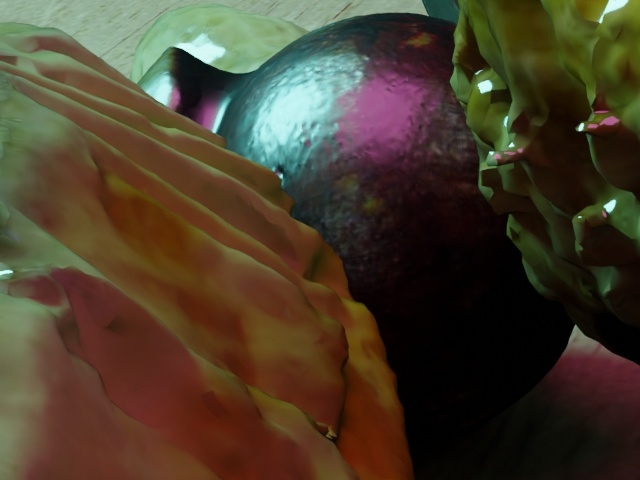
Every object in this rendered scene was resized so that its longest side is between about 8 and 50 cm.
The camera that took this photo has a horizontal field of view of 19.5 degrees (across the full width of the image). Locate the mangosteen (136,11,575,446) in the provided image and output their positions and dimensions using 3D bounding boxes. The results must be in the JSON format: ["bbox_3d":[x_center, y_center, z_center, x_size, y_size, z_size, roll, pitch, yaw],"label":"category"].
[{"bbox_3d":[0.010,-0.006,0.690,0.184,0.172,0.172,15,26,0],"label":"mangosteen"}]

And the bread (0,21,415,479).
[{"bbox_3d":[-0.093,0.095,0.476,0.236,0.183,0.389,-24,33,22],"label":"bread"}]

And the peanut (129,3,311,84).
[{"bbox_3d":[-0.018,-0.068,0.951,0.104,0.086,0.228,-11,23,-34],"label":"peanut"}]

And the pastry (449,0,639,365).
[{"bbox_3d":[0.228,-0.038,0.538,0.405,0.292,0.337,20,1,4],"label":"pastry"}]

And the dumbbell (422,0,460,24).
[{"bbox_3d":[0.176,-0.211,1.097,0.179,0.179,0.406,1,26,20],"label":"dumbbell"}]
